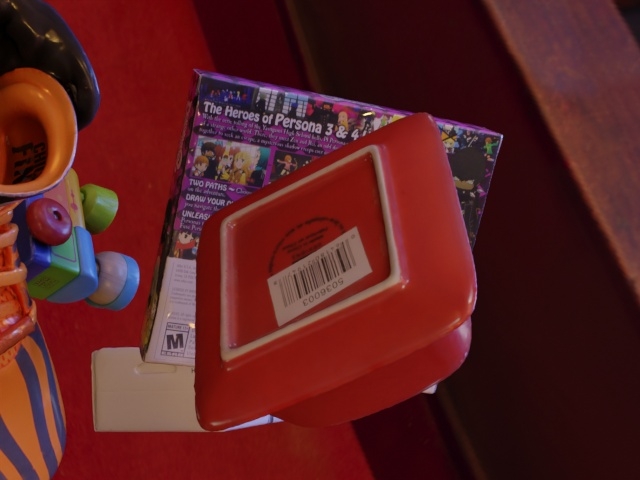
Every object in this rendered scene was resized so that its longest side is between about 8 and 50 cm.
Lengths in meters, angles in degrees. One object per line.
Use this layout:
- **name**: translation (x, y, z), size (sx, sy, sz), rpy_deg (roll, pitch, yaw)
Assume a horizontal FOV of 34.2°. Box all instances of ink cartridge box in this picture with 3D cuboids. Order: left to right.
- **ink cartridge box**: translation (-0.115, 0.143, 1.025), size (0.140, 0.191, 0.082), rpy_deg (-3, 85, 21)

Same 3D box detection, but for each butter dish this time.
- **butter dish**: translation (0.021, 0.037, 0.565), size (0.160, 0.118, 0.160), rpy_deg (-25, 41, 19)

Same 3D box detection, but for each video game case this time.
- **video game case**: translation (0.000, 0.000, 0.761), size (0.232, 0.042, 0.210), rpy_deg (8, 104, -19)

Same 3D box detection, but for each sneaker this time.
- **sneaker**: translation (-0.167, 0.007, 0.459), size (0.180, 0.321, 0.124), rpy_deg (1, 36, 35)

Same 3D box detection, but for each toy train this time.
- **toy train**: translation (-0.247, -0.053, 0.953), size (0.105, 0.143, 0.248), rpy_deg (-32, 55, 24)
